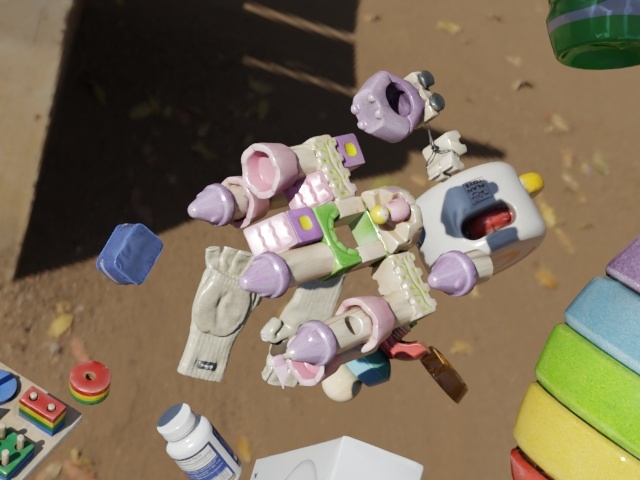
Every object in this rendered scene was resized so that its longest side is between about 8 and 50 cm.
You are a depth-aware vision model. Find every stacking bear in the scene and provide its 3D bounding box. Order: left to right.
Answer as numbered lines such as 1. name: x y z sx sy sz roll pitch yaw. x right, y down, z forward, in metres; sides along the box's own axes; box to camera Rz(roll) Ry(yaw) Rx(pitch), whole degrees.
1. stacking bear: 0.178 0.122 0.696 0.175 0.289 0.164 29 6 -46

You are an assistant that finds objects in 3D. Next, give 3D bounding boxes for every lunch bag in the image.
1. lunch bag: -0.296 0.018 1.962 0.067 0.065 0.098 45 60 -32

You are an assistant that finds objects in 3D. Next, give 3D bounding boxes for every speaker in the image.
1. speaker: 0.289 -0.331 1.293 0.131 0.131 0.297 3 82 -23

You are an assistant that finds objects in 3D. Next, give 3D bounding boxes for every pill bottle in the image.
1. pill bottle: -0.156 0.265 1.617 0.120 0.067 0.067 57 36 -30

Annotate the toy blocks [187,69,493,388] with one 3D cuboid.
1. toy blocks: 0.000 0.000 1.475 0.260 0.309 0.289 -15 77 -45

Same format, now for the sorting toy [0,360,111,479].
1. sorting toy: -0.349 0.193 1.349 0.132 0.046 0.274 29 46 14

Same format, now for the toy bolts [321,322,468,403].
1. toy bolts: 0.094 0.196 1.911 0.218 0.158 0.228 51 6 10

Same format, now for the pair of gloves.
1. pair of gloves: -0.084 0.115 1.872 0.240 0.204 0.042 8 14 -30

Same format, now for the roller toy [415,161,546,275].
1. roller toy: 0.233 -0.028 1.930 0.191 0.209 0.146 -5 64 -53

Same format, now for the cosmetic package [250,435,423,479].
1. cosmetic package: -0.040 0.398 1.268 0.097 0.284 0.377 22 69 -12
